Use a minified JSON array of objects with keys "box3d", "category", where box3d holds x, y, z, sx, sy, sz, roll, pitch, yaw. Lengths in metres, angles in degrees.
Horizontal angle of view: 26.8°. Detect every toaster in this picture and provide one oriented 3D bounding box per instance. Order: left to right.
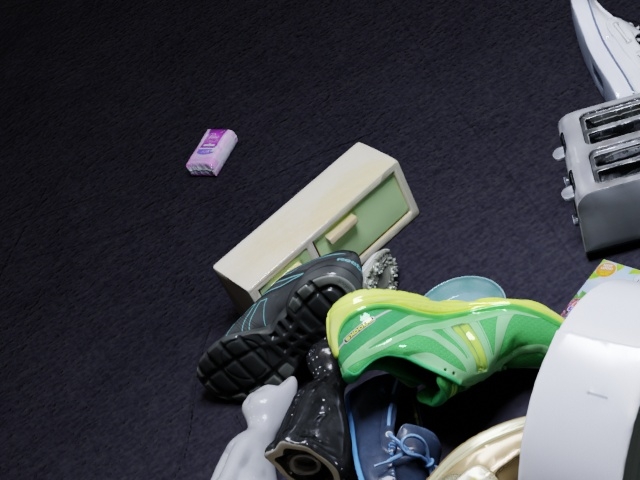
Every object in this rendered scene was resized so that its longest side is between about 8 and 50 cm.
[{"box3d":[0.387,-0.085,1.648,0.186,0.110,0.168,-15,41,14],"category":"toaster"}]

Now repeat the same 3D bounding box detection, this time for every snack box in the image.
[{"box3d":[0.359,0.083,1.535,0.141,0.037,0.100,19,56,41],"category":"snack box"}]

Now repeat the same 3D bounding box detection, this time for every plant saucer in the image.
[{"box3d":[0.172,0.094,1.640,0.119,0.021,0.119,-15,41,13],"category":"plant saucer"}]

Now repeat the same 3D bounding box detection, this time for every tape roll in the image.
[{"box3d":[0.293,0.180,1.225,0.100,0.286,0.286,12,53,38],"category":"tape roll"}]

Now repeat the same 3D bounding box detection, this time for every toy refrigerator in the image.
[{"box3d":[0.000,0.000,1.776,0.269,0.102,0.094,-40,41,-17],"category":"toy refrigerator"}]

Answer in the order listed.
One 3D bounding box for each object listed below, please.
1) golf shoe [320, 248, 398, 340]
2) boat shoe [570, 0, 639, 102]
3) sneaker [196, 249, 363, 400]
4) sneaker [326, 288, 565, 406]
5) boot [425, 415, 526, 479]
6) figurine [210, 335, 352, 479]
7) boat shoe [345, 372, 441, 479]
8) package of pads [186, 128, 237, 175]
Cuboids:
[{"box3d":[0.037,0.079,1.700,0.086,0.069,0.176,-1,44,36],"category":"golf shoe"},{"box3d":[0.413,-0.255,1.849,0.084,0.095,0.258,-18,50,4],"category":"boat shoe"},{"box3d":[-0.043,0.106,1.662,0.267,0.101,0.106,-36,18,26],"category":"sneaker"},{"box3d":[0.150,0.128,1.503,0.295,0.109,0.123,4,65,-11],"category":"sneaker"},{"box3d":[0.162,0.298,1.269,0.262,0.095,0.203,-32,41,-7],"category":"boot"},{"box3d":[-0.036,0.211,1.534,0.215,0.092,0.209,-39,21,38],"category":"figurine"},{"box3d":[0.087,0.229,1.467,0.089,0.109,0.258,-31,40,12],"category":"boat shoe"},{"box3d":[-0.166,-0.135,2.072,0.050,0.032,0.083,4,48,29],"category":"package of pads"}]
